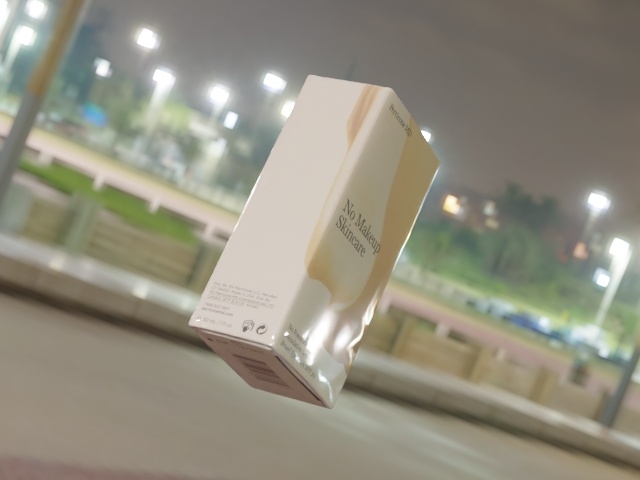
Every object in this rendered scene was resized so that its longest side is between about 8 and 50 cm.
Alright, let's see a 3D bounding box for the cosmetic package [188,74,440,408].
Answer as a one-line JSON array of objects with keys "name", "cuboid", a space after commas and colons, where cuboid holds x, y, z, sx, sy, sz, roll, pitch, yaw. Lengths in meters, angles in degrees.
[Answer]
[{"name": "cosmetic package", "cuboid": [0.000, 0.000, 0.688, 0.041, 0.115, 0.060, 12, -21, 32]}]
